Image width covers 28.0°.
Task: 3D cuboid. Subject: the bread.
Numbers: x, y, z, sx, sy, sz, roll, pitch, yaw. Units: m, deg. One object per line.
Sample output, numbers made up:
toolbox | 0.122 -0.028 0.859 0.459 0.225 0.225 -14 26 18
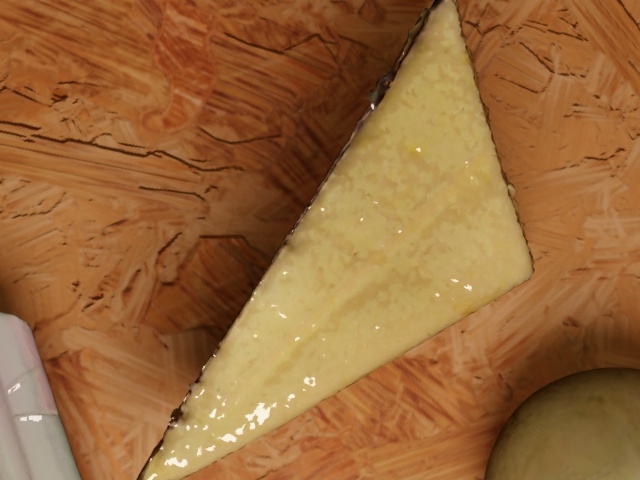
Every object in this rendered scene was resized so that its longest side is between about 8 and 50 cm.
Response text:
bread | 0.000 0.000 1.005 0.405 0.346 0.242 -26 85 -5

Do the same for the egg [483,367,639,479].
egg | 0.257 0.238 1.007 0.218 0.218 0.295 -39 94 -15

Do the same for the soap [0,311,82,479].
soap | -0.291 0.202 0.993 0.208 0.115 0.346 -19 82 -15
